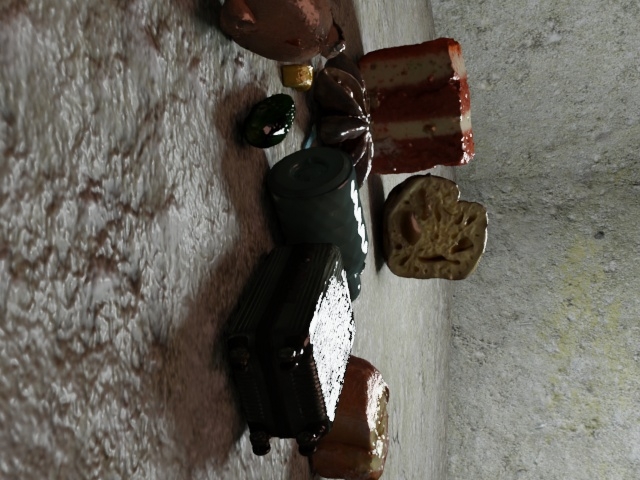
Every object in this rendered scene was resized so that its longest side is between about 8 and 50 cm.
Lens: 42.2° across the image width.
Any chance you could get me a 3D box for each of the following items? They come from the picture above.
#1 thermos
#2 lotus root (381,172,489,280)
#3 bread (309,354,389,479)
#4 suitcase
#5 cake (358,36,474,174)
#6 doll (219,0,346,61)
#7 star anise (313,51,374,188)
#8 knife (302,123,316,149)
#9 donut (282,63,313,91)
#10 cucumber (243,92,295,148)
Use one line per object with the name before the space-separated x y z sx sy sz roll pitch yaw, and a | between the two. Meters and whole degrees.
thermos | 0.000 0.000 1.401 0.182 0.144 0.287 -41 135 -30
lotus root | 0.306 -0.057 2.279 0.250 0.315 0.316 -99 -178 -75
bread | 0.059 0.353 1.566 0.244 0.122 0.190 -70 154 -53
suitcase | -0.038 0.147 1.225 0.312 0.128 0.202 -68 151 -58
cake | 0.234 -0.335 2.085 0.270 0.269 0.320 -38 121 -71
doll | -0.085 -0.373 1.216 0.201 0.156 0.303 12 47 -33
star anise | 0.050 -0.226 1.681 0.315 0.108 0.316 1 90 -80
knife | -0.021 -0.193 1.592 0.096 0.010 0.027 -69 156 -53
donut | -0.043 -0.289 1.494 0.083 0.067 0.038 159 -78 -72
cucumber | -0.074 -0.191 1.297 0.227 0.069 0.069 -67 150 -67
